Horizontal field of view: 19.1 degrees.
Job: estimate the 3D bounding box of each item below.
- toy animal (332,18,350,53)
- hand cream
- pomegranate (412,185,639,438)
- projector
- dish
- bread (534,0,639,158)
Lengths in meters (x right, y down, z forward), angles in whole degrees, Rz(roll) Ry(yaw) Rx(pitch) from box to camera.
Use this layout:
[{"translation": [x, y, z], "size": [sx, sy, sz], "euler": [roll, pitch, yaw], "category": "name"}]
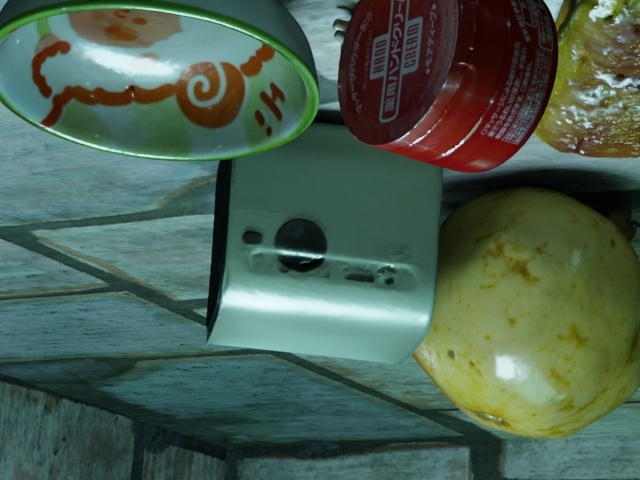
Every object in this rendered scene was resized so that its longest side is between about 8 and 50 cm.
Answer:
[{"translation": [0.076, -0.182, 1.894], "size": [0.150, 0.083, 0.089], "euler": [27, 168, -29], "category": "toy animal"}, {"translation": [0.116, -0.163, 1.746], "size": [0.125, 0.193, 0.193], "euler": [16, 160, -31], "category": "hand cream"}, {"translation": [0.277, 0.081, 2.391], "size": [0.343, 0.342, 0.342], "euler": [4, 164, 1], "category": "pomegranate"}, {"translation": [0.000, 0.000, 2.235], "size": [0.249, 0.248, 0.248], "euler": [6, 164, -7], "category": "projector"}, {"translation": [-0.157, -0.198, 1.824], "size": [0.324, 0.124, 0.324], "euler": [4, 157, 2], "category": "dish"}, {"translation": [0.307, -0.179, 1.796], "size": [0.185, 0.109, 0.380], "euler": [5, 163, -1], "category": "bread"}]
